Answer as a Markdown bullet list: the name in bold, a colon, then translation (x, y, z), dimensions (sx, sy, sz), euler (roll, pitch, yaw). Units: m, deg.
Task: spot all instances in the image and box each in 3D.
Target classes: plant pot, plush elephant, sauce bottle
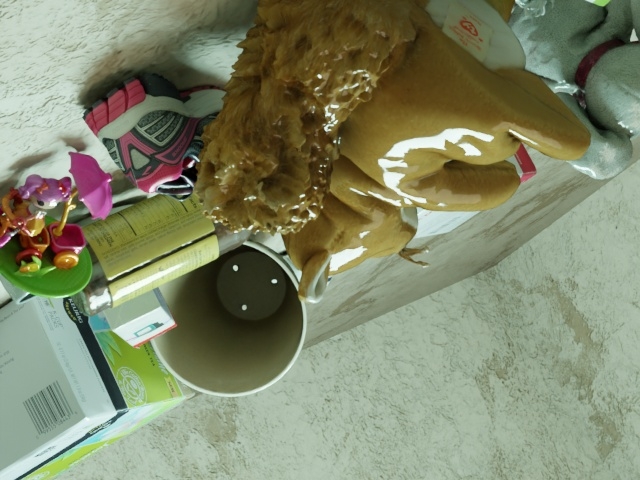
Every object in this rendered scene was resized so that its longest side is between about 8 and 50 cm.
- **plant pot**: translation (-0.136, 0.103, 2.113), dimensions (0.256, 0.256, 0.274), euler (-30, -176, 9)
- **plush elephant**: translation (0.381, -0.230, 1.657), dimensions (0.272, 0.255, 0.330), euler (-44, 159, 19)
- **sauce bottle**: translation (-0.168, -0.018, 1.615), dimensions (0.344, 0.111, 0.111), euler (-24, 169, -22)

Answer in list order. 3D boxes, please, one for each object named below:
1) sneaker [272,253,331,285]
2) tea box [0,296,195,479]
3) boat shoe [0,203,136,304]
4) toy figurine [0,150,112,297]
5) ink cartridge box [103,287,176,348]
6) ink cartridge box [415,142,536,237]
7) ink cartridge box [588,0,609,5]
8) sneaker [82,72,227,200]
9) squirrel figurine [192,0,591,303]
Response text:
- **sneaker**: translation (-0.035, 0.046, 2.471), dimensions (0.095, 0.090, 0.235), euler (-49, 164, 29)
- **tea box**: translation (-0.439, 0.241, 1.989), dimensions (0.329, 0.220, 0.323), euler (-32, 169, 21)
- **boat shoe**: translation (-0.311, 0.022, 1.657), dimensions (0.227, 0.081, 0.079), euler (-23, 168, -23)
- **toy figurine**: translation (-0.307, -0.035, 1.412), dimensions (0.173, 0.130, 0.159), euler (6, 136, -36)
- **ink cartridge box**: translation (-0.279, 0.075, 1.839), dimensions (0.078, 0.134, 0.231), euler (-27, 170, -5)
- **ink cartridge box**: translation (0.206, -0.105, 2.196), dimensions (0.226, 0.131, 0.306), euler (-34, 166, 30)
- **ink cartridge box**: translation (0.232, -0.356, 1.250), dimensions (0.255, 0.097, 0.189), euler (16, 150, -21)
- **sneaker**: translation (-0.155, -0.099, 1.393), dimensions (0.121, 0.112, 0.299), euler (-33, 171, 18)
- **squirrel figurine**: translation (0.026, -0.111, 1.363), dimensions (0.397, 0.281, 0.370), euler (4, 142, -38)
